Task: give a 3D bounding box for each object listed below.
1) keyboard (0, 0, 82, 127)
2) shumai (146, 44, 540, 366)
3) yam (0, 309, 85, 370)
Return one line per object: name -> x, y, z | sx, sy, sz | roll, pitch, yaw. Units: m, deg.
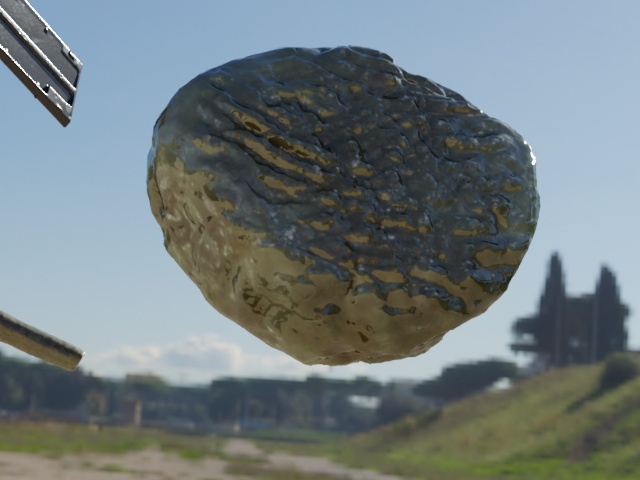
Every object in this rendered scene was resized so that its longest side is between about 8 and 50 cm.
keyboard -> -0.240, -0.166, 1.108 | 0.011, 0.067, 0.202 | -6, -31, 22
shumai -> 0.000, 0.000, 0.998 | 0.261, 0.225, 0.222 | 5, -30, -19
yam -> -0.222, 0.062, 1.026 | 0.116, 0.021, 0.021 | 26, -13, -12
